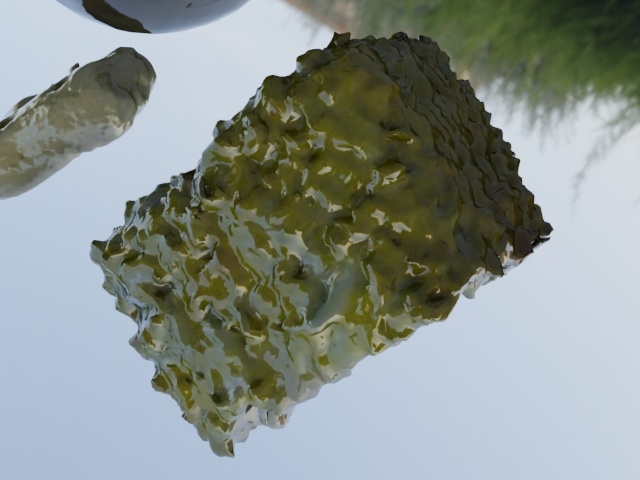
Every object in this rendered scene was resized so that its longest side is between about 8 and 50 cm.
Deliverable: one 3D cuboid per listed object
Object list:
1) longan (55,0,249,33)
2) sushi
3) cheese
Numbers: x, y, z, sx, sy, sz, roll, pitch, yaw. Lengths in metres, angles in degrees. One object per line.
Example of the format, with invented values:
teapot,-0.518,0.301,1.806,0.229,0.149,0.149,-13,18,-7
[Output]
longan,-0.183,-0.401,1.074,0.404,0.404,0.336,25,-139,-16
sushi,0.000,0.000,0.965,0.240,0.351,0.396,55,-157,3
cheese,-0.320,-0.139,1.312,0.093,0.263,0.159,56,-158,-16
